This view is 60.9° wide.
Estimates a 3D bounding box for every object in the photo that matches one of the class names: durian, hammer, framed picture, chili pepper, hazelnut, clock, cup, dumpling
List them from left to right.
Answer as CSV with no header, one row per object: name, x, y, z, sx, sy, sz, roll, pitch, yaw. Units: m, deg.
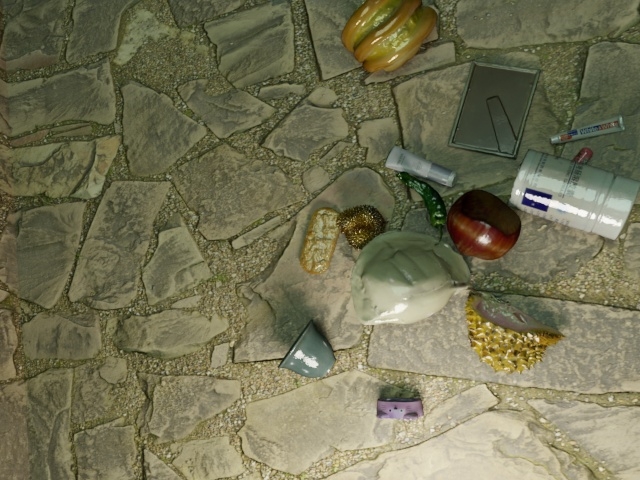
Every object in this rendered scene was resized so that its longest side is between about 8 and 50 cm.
cup,-0.028,0.390,1.838,0.150,0.199,0.199,36,94,2
durian,0.143,-0.044,1.862,0.168,0.137,0.158,-16,96,2
clock,0.249,0.536,1.739,0.152,0.110,0.050,-5,82,18
dumpling,0.277,0.103,1.744,0.394,0.233,0.316,-17,70,-3
chili pepper,0.360,-0.125,1.805,0.122,0.065,0.279,-21,68,-23
hazelnut,0.500,-0.046,1.709,0.229,0.229,0.230,-3,80,18
framed picture,0.583,-0.443,1.828,0.232,0.024,0.315,16,86,21
durian,0.563,0.312,1.680,0.305,0.185,0.196,25,113,13
hammer,0.817,-0.252,1.706,0.043,0.043,0.083,41,96,20

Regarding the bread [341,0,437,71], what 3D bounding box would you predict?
bread,0.235,-0.743,1.896,0.315,0.211,0.270,-37,73,13

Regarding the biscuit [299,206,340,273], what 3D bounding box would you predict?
biscuit,0.000,0.000,1.953,0.118,0.029,0.247,15,87,20

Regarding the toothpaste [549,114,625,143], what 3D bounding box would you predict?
toothpaste,0.841,-0.345,1.721,0.218,0.033,0.052,-13,82,12

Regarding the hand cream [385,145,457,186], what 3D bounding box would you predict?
hand cream,0.344,-0.250,1.864,0.255,0.048,0.079,25,91,21

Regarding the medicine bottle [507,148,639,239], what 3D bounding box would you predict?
medicine bottle,0.756,-0.139,1.630,0.332,0.190,0.190,21,89,21
